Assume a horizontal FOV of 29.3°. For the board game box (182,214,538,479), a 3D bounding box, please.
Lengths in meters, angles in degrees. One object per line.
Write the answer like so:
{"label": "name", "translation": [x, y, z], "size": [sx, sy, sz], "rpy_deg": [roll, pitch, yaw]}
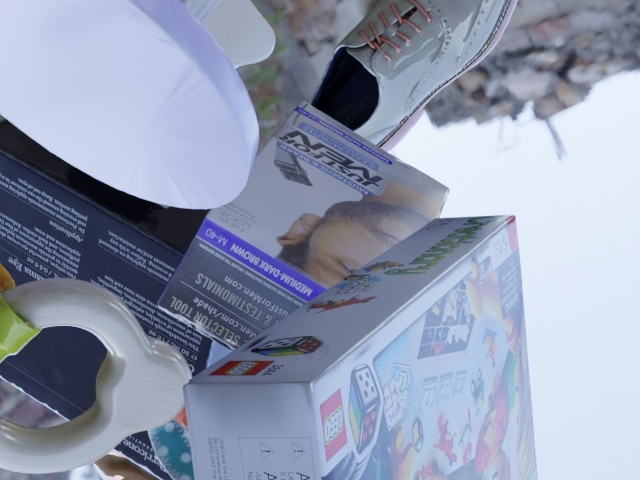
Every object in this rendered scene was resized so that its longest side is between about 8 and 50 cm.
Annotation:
{"label": "board game box", "translation": [0.040, 0.109, 0.551], "size": [0.053, 0.193, 0.305], "rpy_deg": [-2, -169, 22]}

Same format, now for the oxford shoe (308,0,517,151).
{"label": "oxford shoe", "translation": [0.113, -0.248, 1.508], "size": [0.146, 0.140, 0.397], "rpy_deg": [-16, 144, -57]}

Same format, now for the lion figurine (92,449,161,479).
{"label": "lion figurine", "translation": [-0.269, 0.241, 1.695], "size": [0.240, 0.392, 0.142], "rpy_deg": [5, -160, 18]}

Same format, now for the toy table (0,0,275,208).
{"label": "toy table", "translation": [-0.124, -0.161, 0.798], "size": [0.252, 0.274, 0.160], "rpy_deg": [2, -123, 23]}

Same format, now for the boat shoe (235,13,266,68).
{"label": "boat shoe", "translation": [-0.160, -0.251, 1.391], "size": [0.103, 0.118, 0.320], "rpy_deg": [-36, 165, 16]}

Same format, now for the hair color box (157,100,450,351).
{"label": "hair color box", "translation": [0.000, 0.000, 1.140], "size": [0.110, 0.185, 0.339], "rpy_deg": [-59, -179, 28]}

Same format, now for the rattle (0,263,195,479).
{"label": "rattle", "translation": [-0.149, 0.081, 0.781], "size": [0.200, 0.130, 0.143], "rpy_deg": [13, 179, -31]}

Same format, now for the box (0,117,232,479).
{"label": "box", "translation": [-0.226, 0.049, 1.403], "size": [0.179, 0.343, 0.312], "rpy_deg": [-40, 155, -51]}
